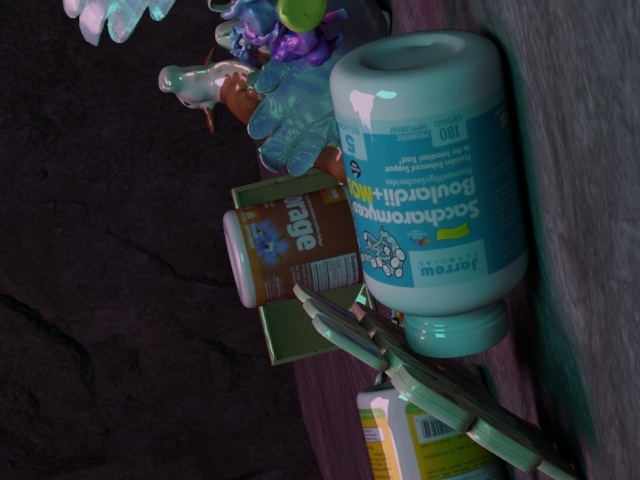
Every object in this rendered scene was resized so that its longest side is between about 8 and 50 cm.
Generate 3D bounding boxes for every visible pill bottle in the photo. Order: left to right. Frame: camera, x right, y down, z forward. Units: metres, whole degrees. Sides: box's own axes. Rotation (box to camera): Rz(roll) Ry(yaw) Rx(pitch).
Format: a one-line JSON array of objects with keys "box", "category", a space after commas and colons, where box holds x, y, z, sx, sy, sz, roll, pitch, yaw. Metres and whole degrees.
[{"box": [0.000, 0.000, 2.325, 0.121, 0.216, 0.121, 166, 90, -84], "category": "pill bottle"}, {"box": [0.098, -0.036, 1.664, 0.146, 0.146, 0.264, -117, 15, -67], "category": "pill bottle"}, {"box": [0.129, 0.265, 2.069, 0.136, 0.136, 0.245, 168, 89, -84], "category": "pill bottle"}]

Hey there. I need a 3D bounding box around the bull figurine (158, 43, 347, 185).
[{"box": [-0.031, -0.149, 2.163, 0.188, 0.310, 0.101, 101, -166, -77], "category": "bull figurine"}]

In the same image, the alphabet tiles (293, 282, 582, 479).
[{"box": [0.104, 0.123, 1.716, 0.278, 0.021, 0.284, 32, -175, -14], "category": "alphabet tiles"}]

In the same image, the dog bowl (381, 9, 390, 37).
[{"box": [-0.018, -0.375, 2.188, 0.349, 0.102, 0.348, 164, 90, -84], "category": "dog bowl"}]

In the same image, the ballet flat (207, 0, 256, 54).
[{"box": [-0.088, -0.267, 2.238, 0.077, 0.079, 0.221, -110, 7, -56], "category": "ballet flat"}]

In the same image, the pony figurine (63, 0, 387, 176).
[{"box": [-0.028, -0.262, 1.718, 0.303, 0.351, 0.363, 36, -179, -9], "category": "pony figurine"}]

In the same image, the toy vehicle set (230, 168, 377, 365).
[{"box": [-0.021, 0.035, 2.838, 0.035, 0.166, 0.267, 145, 112, -83], "category": "toy vehicle set"}]

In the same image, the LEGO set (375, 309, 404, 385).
[{"box": [0.099, 0.111, 2.222, 0.244, 0.060, 0.182, 71, -157, -70], "category": "LEGO set"}]
